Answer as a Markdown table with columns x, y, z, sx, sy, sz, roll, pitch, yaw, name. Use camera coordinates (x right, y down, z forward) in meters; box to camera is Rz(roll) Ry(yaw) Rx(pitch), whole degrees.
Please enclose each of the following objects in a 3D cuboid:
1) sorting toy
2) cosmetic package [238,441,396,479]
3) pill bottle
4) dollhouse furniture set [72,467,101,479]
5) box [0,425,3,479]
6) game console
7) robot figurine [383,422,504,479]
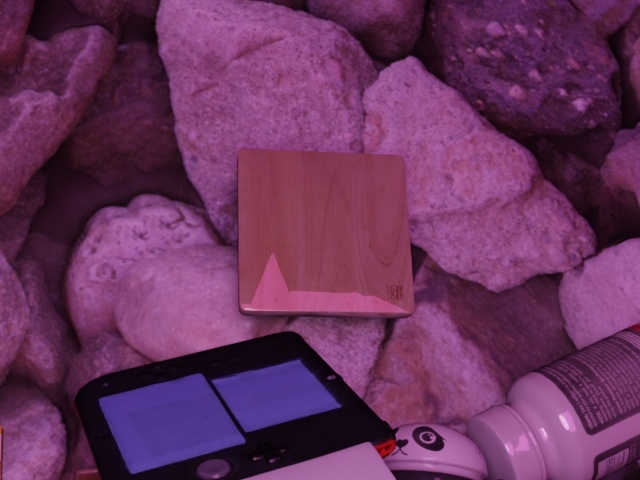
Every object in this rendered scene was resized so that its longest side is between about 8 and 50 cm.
| x | y | z | sx | sy | sz | roll | pitch | yaw | name |
| --- | --- | --- | --- | --- | --- | --- | --- | --- | --- |
| 0.000 | 0.000 | 1.648 | 0.255 | 0.089 | 0.257 | 2 | 68 | -9 | sorting toy |
| -0.001 | 0.482 | 1.260 | 0.230 | 0.453 | 0.161 | -13 | 28 | -15 | cosmetic package |
| 0.379 | 0.250 | 1.563 | 0.319 | 0.176 | 0.176 | -21 | 73 | -18 | pill bottle |
| -0.181 | 0.379 | 1.423 | 0.302 | 0.151 | 0.197 | -3 | 68 | -11 | dollhouse furniture set |
| -0.470 | 0.319 | 1.467 | 0.081 | 0.028 | 0.136 | -1 | 70 | -10 | box |
| -0.127 | 0.227 | 1.406 | 0.342 | 0.386 | 0.060 | -17 | 111 | -15 | game console |
| 0.138 | 0.384 | 1.465 | 0.209 | 0.173 | 0.278 | 10 | 67 | -9 | robot figurine |
